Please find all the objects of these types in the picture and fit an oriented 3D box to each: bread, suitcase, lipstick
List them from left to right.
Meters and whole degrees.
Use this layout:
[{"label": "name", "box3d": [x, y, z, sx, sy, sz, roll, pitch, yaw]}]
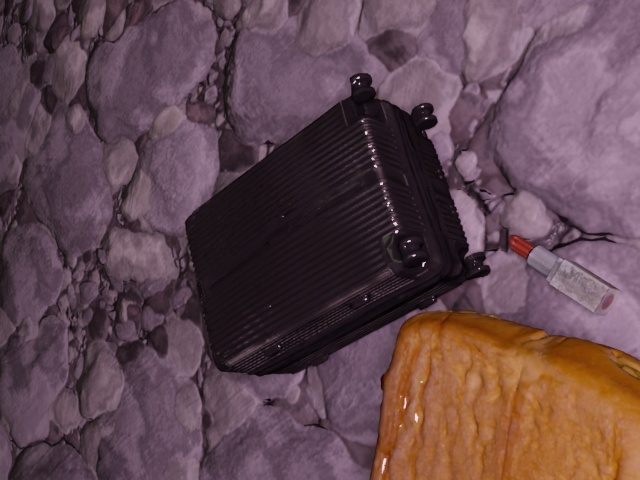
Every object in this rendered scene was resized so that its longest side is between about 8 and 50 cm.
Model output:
[{"label": "suitcase", "box3d": [0.000, 0.000, 1.010, 0.335, 0.152, 0.229, -32, 61, 34]}, {"label": "bread", "box3d": [0.192, 0.243, 0.773, 0.328, 0.148, 0.337, 9, 92, 50]}, {"label": "lipstick", "box3d": [0.238, 0.028, 0.872, 0.129, 0.030, 0.030, 39, 108, 40]}]
